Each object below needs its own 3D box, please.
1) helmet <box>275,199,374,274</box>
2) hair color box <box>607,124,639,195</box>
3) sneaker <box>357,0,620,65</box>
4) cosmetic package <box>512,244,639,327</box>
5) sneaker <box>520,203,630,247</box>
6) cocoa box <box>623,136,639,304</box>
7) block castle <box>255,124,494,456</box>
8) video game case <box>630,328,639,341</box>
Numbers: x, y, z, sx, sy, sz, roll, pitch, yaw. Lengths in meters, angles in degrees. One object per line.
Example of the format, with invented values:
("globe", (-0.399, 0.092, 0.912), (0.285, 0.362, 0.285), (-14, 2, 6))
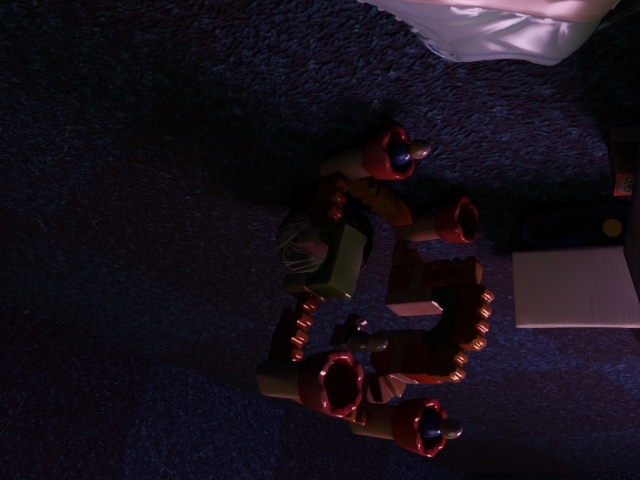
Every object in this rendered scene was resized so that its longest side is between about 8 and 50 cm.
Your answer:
("helmet", (0.000, 0.000, 1.102), (0.161, 0.169, 0.169), (6, 154, -26))
("hair color box", (0.503, -0.117, 0.819), (0.167, 0.093, 0.053), (-3, 147, 19))
("sneaker", (0.130, -0.261, 0.643), (0.366, 0.135, 0.150), (12, 147, -2))
("cosmetic package", (0.471, 0.082, 1.046), (0.225, 0.138, 0.224), (-5, 175, 22))
("sneaker", (0.466, -0.023, 1.033), (0.209, 0.069, 0.082), (-3, 174, 11))
("cocoa box", (0.495, -0.069, 0.646), (0.228, 0.231, 0.347), (1, 121, 16))
("block castle", (0.115, 0.081, 0.921), (0.213, 0.453, 0.303), (-10, 144, 44))
("video game case", (0.743, 0.103, 1.044), (0.248, 0.035, 0.275), (-14, 166, -38))
